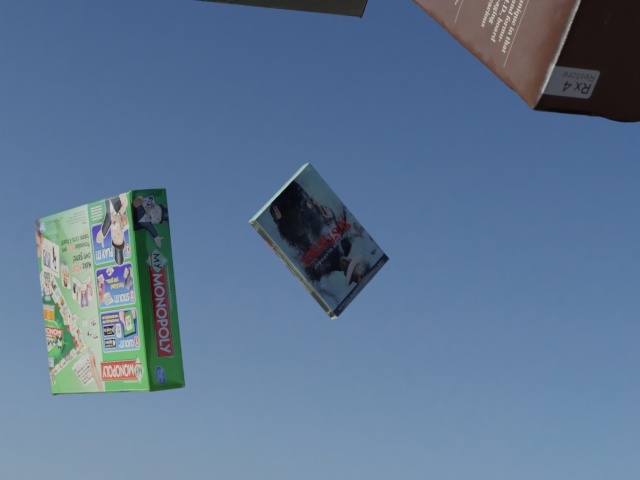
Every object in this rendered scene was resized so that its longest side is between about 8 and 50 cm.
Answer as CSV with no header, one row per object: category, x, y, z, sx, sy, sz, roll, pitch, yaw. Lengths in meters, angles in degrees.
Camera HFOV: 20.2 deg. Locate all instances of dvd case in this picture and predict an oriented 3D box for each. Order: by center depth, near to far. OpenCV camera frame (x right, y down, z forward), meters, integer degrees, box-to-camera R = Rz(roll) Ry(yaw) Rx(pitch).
dvd case,0.000,0.000,1.636,0.119,0.087,0.013,51,-33,-12

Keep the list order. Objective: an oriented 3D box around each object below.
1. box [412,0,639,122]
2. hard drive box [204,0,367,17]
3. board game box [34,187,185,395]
box,0.202,-0.209,1.358,0.168,0.167,0.203,3,29,-33
hard drive box,-0.059,-0.356,2.016,0.232,0.181,0.089,5,-32,-9
board game box,-0.242,0.065,2.014,0.046,0.213,0.317,-6,-2,-28
